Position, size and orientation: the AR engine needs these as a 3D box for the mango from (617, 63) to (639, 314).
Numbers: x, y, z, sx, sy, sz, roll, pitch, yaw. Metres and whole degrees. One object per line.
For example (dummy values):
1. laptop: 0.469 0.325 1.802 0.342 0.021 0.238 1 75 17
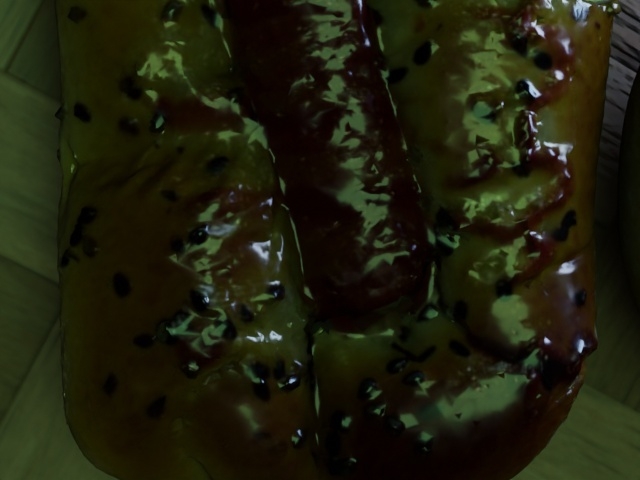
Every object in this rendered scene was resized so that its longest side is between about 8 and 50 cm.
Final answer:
1. mango: 0.308 -0.046 1.169 0.199 0.221 0.384 9 121 15

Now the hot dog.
1. hot dog: 0.000 0.000 1.080 0.367 0.196 0.365 2 95 -2
